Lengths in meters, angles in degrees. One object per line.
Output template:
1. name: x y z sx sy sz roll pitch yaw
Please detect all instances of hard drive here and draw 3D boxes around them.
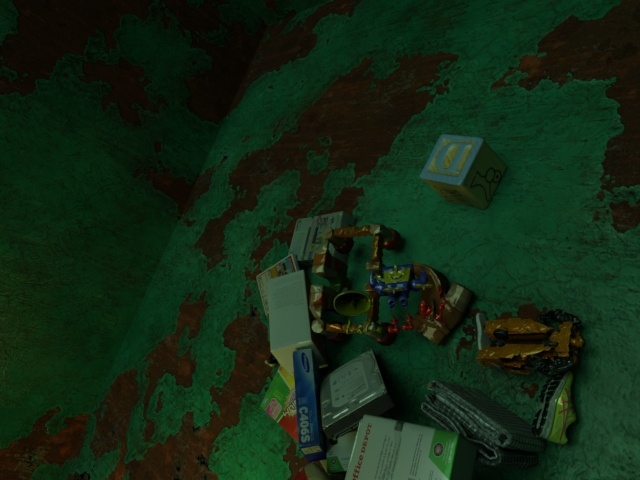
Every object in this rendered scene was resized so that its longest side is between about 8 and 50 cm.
1. hard drive: 0.111 0.506 1.654 0.236 0.064 0.339 -32 10 5

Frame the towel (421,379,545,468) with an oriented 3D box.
1. towel: 0.438 0.511 1.358 0.283 0.235 0.121 27 93 51

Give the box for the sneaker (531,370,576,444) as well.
1. sneaker: 0.643 0.446 1.315 0.209 0.094 0.081 -58 -7 -22

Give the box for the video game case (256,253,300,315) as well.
1. video game case: -0.187 0.208 2.285 0.285 0.025 0.204 -32 66 40

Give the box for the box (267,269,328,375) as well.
1. box: -0.094 0.329 1.986 0.168 0.215 0.345 -17 46 9

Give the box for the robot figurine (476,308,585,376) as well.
1. robot figurine: 0.605 0.297 1.408 0.291 0.085 0.211 -9 42 43

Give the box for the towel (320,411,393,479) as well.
1. towel: 0.158 0.732 1.669 0.312 0.056 0.324 -58 41 7

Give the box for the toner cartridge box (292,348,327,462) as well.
1. toner cartridge box: -0.037 0.580 1.746 0.075 0.165 0.348 -10 50 4

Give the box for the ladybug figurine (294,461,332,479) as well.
1. ladybug figurine: 0.022 0.892 1.504 0.161 0.305 0.449 -23 32 -16

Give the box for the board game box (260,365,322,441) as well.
1. board game box: -0.086 0.634 1.963 0.316 0.064 0.242 20 81 50

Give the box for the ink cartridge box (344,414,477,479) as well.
1. ink cartridge box: 0.224 0.581 1.245 0.289 0.121 0.211 -5 55 42

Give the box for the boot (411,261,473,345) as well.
1. boot: 0.378 0.215 1.721 0.283 0.109 0.220 35 97 43

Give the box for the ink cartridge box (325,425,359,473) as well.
1. ink cartridge box: 0.098 0.666 1.656 0.153 0.086 0.209 -27 51 34

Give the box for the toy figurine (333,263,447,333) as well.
1. toy figurine: 0.244 0.173 1.682 0.362 0.191 0.217 -10 32 17

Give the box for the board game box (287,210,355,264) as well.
1. board game box: 0.000 0.000 2.241 0.303 0.097 0.224 -7 63 46

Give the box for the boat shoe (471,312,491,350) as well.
1. boat shoe: 0.509 0.300 1.563 0.040 0.049 0.142 -40 38 51

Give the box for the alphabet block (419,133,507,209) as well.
1. alphabet block: 0.516 -0.249 1.773 0.193 0.197 0.192 25 85 50

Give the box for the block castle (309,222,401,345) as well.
1. block castle: 0.145 0.169 1.903 0.302 0.213 0.454 -6 69 31

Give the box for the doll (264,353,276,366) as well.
1. doll: -0.187 0.496 2.120 0.046 0.129 0.189 51 139 12
